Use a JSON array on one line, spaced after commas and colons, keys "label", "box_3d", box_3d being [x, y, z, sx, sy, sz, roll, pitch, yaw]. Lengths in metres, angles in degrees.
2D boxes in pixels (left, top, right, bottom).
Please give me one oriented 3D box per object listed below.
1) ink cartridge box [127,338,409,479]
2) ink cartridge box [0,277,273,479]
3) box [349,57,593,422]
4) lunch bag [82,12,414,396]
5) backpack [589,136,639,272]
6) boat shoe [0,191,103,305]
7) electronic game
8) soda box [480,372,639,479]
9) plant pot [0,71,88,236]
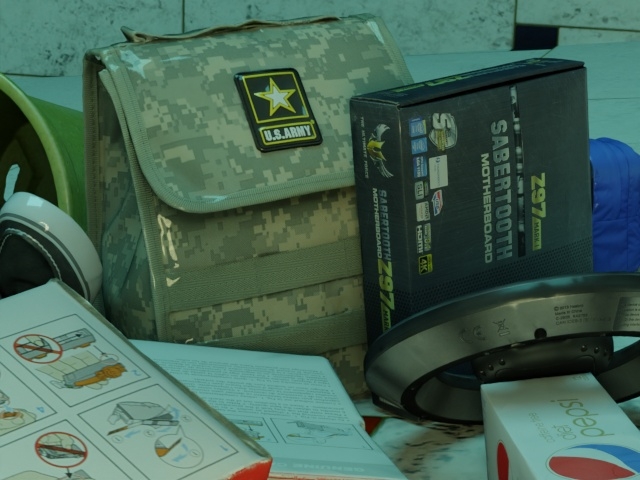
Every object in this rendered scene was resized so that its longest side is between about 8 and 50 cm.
[{"label": "ink cartridge box", "box_3d": [-0.120, 0.118, 0.917, 0.296, 0.066, 0.261, 6, 11, -11]}, {"label": "ink cartridge box", "box_3d": [-0.192, 0.191, 0.534, 0.130, 0.271, 0.309, 36, 35, 28]}, {"label": "box", "box_3d": [0.115, -0.005, 1.116, 0.183, 0.232, 0.059, -15, 19, -36]}, {"label": "lunch bag", "box_3d": [-0.045, -0.024, 1.145, 0.235, 0.287, 0.169, -11, 15, -26]}, {"label": "backpack", "box_3d": [0.257, -0.036, 1.424, 0.101, 0.120, 0.098, -12, 15, -24]}, {"label": "boat shoe", "box_3d": [-0.213, 0.053, 1.118, 0.080, 0.228, 0.076, 28, 59, 4]}, {"label": "electronic game", "box_3d": [0.141, 0.070, 0.986, 0.229, 0.048, 0.229, -6, -22, -2]}, {"label": "soda box", "box_3d": [0.146, 0.141, 0.860, 0.074, 0.069, 0.216, -6, 14, -4]}, {"label": "plant pot", "box_3d": [-0.284, -0.027, 1.380, 0.276, 0.276, 0.254, 0, 3, 20]}]
